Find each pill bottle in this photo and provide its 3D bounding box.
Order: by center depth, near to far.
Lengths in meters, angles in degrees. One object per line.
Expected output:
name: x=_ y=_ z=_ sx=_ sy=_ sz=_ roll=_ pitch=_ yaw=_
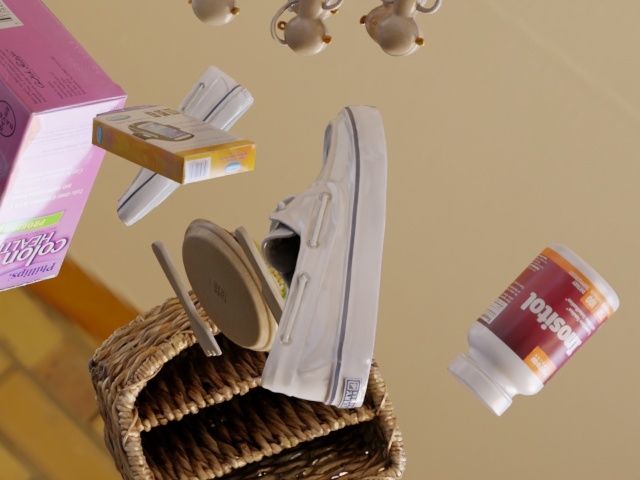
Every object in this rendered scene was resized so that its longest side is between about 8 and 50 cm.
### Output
pill bottle: x=0.189 y=0.082 z=1.735 sx=0.086 sy=0.152 sz=0.086 roll=43 pitch=-3 yaw=3

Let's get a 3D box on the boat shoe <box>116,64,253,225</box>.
boat shoe: x=-0.182 y=-0.120 z=2.379 sx=0.076 sy=0.226 sz=0.083 roll=45 pitch=6 yaw=4

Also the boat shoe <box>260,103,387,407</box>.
boat shoe: x=0.000 y=0.000 z=1.393 sx=0.084 sy=0.258 sz=0.095 roll=8 pitch=-41 yaw=-5

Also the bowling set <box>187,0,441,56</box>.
bowling set: x=0.037 y=-0.250 z=1.898 sx=0.287 sy=0.200 sz=0.154 roll=23 pitch=-78 yaw=35

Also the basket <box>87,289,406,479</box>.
basket: x=-0.082 y=0.180 z=2.134 sx=0.223 sy=0.299 sz=0.213 roll=-132 pitch=-152 yaw=-56

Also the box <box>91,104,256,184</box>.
box: x=-0.129 y=-0.084 z=1.623 sx=0.136 sy=0.081 sz=0.028 roll=22 pitch=-64 yaw=42

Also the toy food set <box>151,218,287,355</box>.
toy food set: x=-0.066 y=0.037 z=1.588 sx=0.192 sy=0.038 sz=0.132 roll=-5 pitch=-67 yaw=62

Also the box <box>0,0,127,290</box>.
box: x=-0.327 y=-0.109 z=1.894 sx=0.213 sy=0.117 sz=0.243 roll=48 pitch=-48 yaw=26
